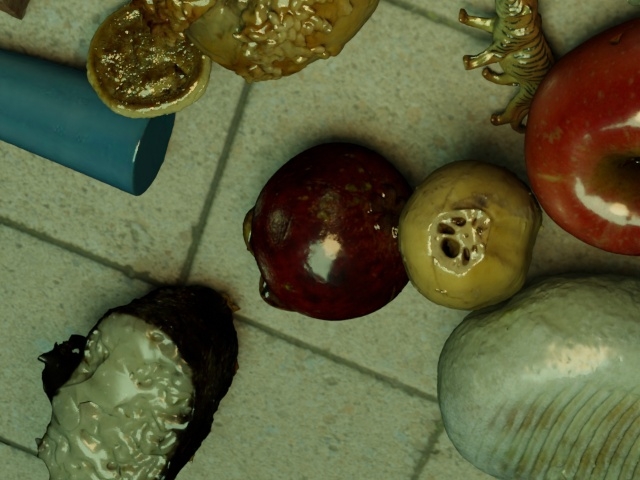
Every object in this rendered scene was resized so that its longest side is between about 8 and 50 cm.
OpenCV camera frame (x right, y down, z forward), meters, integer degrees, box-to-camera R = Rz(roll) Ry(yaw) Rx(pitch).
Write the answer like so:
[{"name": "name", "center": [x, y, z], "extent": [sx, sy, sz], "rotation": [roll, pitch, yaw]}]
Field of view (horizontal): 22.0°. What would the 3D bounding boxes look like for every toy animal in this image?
[{"name": "toy animal", "center": [0.217, -0.202, 1.846], "extent": [0.099, 0.056, 0.241], "rotation": [-6, 139, 23]}]

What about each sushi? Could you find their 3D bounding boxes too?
[{"name": "sushi", "center": [-0.250, 0.200, 2.205], "extent": [0.234, 0.207, 0.348], "rotation": [34, 122, 7]}]

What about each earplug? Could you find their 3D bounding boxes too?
[{"name": "earplug", "center": [-0.329, -0.159, 2.024], "extent": [0.273, 0.132, 0.132], "rotation": [19, 127, 8]}]

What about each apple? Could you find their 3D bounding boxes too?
[{"name": "apple", "center": [0.351, -0.116, 1.780], "extent": [0.260, 0.216, 0.260], "rotation": [9, 126, 13]}]

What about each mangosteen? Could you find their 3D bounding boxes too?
[{"name": "mangosteen", "center": [0.000, 0.000, 1.986], "extent": [0.215, 0.215, 0.257], "rotation": [47, 140, -16]}]

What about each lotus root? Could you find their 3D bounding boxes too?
[{"name": "lotus root", "center": [0.172, -0.005, 1.875], "extent": [0.152, 0.343, 0.169], "rotation": [17, 91, 10]}]

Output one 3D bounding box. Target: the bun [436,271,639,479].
[{"name": "bun", "center": [0.320, 0.166, 1.971], "extent": [0.362, 0.211, 0.362], "rotation": [2, 138, 2]}]

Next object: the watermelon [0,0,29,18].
[{"name": "watermelon", "center": [-0.412, -0.341, 1.847], "extent": [0.283, 0.250, 0.292], "rotation": [2, 122, 22]}]

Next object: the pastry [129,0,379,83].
[{"name": "pastry", "center": [-0.087, -0.312, 1.800], "extent": [0.316, 0.184, 0.284], "rotation": [43, 124, -14]}]

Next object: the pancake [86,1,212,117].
[{"name": "pancake", "center": [-0.201, -0.218, 1.945], "extent": [0.158, 0.028, 0.158], "rotation": [-1, 81, 9]}]

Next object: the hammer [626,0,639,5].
[{"name": "hammer", "center": [0.251, -0.325, 1.775], "extent": [0.227, 0.041, 0.158], "rotation": [0, 123, 17]}]
